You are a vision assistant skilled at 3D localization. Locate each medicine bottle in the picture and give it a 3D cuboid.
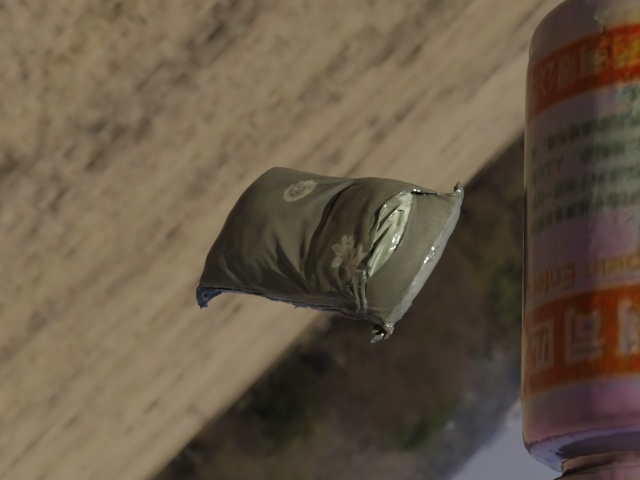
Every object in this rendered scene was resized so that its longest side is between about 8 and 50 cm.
[{"bbox_3d":[0.226,0.056,1.106,0.219,0.219,0.388,121,-28,-74],"label":"medicine bottle"}]

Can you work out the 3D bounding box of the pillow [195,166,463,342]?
[{"bbox_3d":[0.000,0.000,1.648,0.255,0.059,0.169,7,-119,43],"label":"pillow"}]
